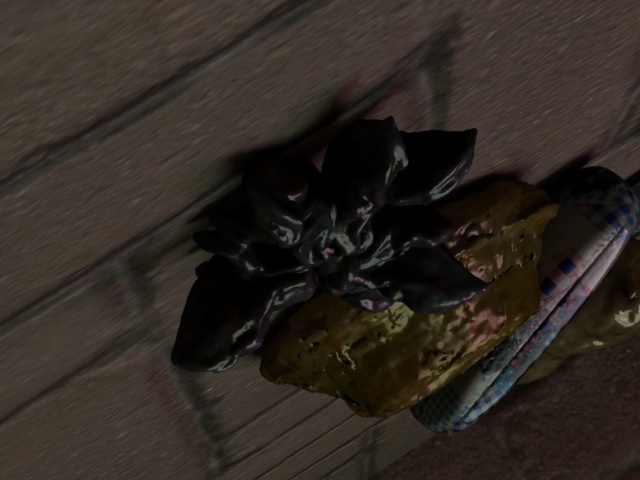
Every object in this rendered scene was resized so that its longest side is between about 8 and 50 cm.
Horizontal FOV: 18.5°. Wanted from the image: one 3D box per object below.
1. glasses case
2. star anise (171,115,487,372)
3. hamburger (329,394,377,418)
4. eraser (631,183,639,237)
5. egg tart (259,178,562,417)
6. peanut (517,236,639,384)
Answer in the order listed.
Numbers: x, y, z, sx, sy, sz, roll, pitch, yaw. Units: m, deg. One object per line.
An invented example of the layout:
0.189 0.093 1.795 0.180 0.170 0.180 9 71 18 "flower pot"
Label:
0.206 0.062 2.037 0.327 0.076 0.125 -51 -155 6 "glasses case"
0.004 -0.002 1.359 0.212 0.129 0.283 -6 150 -32 "star anise"
0.079 0.135 2.168 0.164 0.093 0.189 -36 167 11 "hamburger"
0.389 -0.040 2.371 0.212 0.046 0.092 -33 169 26 "eraser"
0.104 0.069 1.889 0.341 0.129 0.341 -34 169 -7 "egg tart"
0.266 0.072 2.327 0.291 0.159 0.143 -32 -155 48 "peanut"
